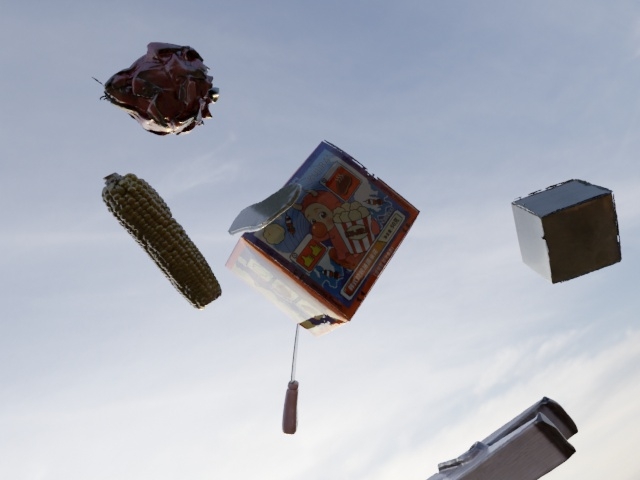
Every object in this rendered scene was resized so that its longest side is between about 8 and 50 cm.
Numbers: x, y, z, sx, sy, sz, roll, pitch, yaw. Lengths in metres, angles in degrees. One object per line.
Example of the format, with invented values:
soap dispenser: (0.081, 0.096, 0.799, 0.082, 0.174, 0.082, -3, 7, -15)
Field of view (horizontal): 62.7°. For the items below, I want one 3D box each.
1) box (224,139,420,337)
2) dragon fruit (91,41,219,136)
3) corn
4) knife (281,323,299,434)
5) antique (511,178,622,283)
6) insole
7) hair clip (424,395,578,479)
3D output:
box: (0.000, 0.000, 1.321, 0.348, 0.318, 0.257, -52, 2, -27)
dragon fruit: (-0.396, -0.372, 1.279, 0.293, 0.234, 0.234, 6, -56, -37)
corn: (-0.306, 0.000, 1.025, 0.097, 0.097, 0.320, -35, -75, -3)
knife: (-0.075, 0.351, 1.386, 0.043, 0.081, 0.336, 3, -85, 4)
antique: (0.469, -0.025, 1.020, 0.147, 0.148, 0.152, -18, -71, 0)
insole: (-0.078, -0.036, 0.694, 0.010, 0.192, 0.063, 37, -115, -21)
hair clip: (0.234, 0.359, 0.793, 0.331, 0.085, 0.101, -47, -6, 25)
